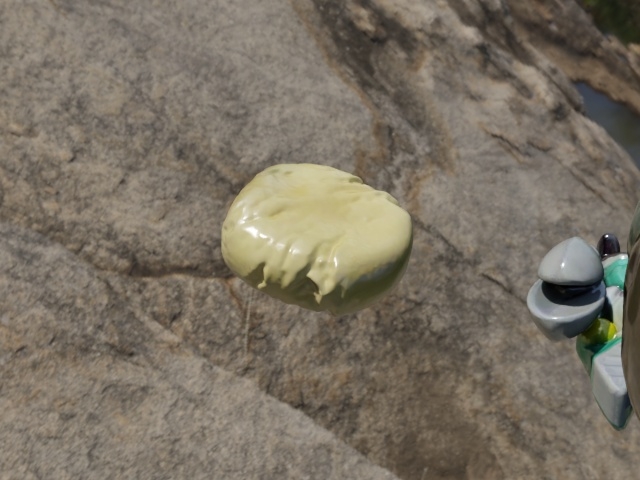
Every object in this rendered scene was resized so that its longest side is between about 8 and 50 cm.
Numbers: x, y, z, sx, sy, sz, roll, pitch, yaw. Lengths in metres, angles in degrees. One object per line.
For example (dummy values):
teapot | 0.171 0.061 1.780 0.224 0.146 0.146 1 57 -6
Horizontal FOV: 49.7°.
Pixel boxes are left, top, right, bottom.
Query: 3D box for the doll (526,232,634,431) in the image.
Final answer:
doll | 0.273 0.055 0.624 0.258 0.194 0.153 -114 -170 -65

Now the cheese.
cheese | 0.000 0.000 0.829 0.213 0.117 0.226 21 36 15

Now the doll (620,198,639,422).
doll | 0.236 -0.029 0.292 0.174 0.330 0.235 24 27 37
